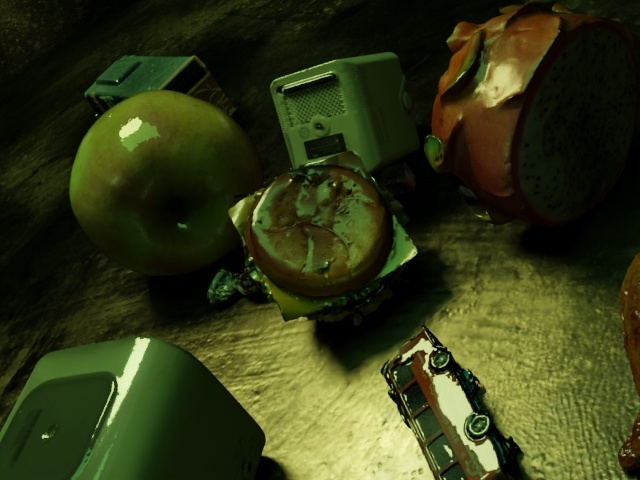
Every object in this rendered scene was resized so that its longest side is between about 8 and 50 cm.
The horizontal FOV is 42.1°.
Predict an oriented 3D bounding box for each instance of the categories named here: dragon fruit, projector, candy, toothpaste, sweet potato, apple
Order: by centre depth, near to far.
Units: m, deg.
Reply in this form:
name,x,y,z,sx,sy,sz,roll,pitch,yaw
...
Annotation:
name,x,y,z,sx,sy,sz,roll,pitch,yaw
projector,-0.235,0.289,0.960,0.248,0.248,0.249,-13,40,27
dragon fruit,0.255,-0.161,1.066,0.189,0.290,0.290,20,61,45
candy,-0.078,0.050,1.299,0.226,0.051,0.094,-16,28,21
projector,0.050,-0.195,1.320,0.163,0.177,0.242,-10,10,27
toothpaste,0.057,-0.080,1.349,0.196,0.047,0.040,-12,55,28
apple,-0.256,-0.101,1.397,0.319,0.319,0.277,-29,32,7
sweet potato,0.380,-0.400,1.466,0.056,0.056,0.195,-42,31,-11

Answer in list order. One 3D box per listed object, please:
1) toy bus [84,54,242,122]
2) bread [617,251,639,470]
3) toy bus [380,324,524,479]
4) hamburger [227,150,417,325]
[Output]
name,x,y,z,sx,sy,sz,roll,pitch,yaw
toy bus,-0.345,-0.288,1.785,0.323,0.194,0.162,15,58,47
bread,0.367,0.105,0.837,0.139,0.095,0.268,-14,43,38
toy bus,0.144,0.198,0.926,0.096,0.073,0.235,-37,35,7
hamburger,0.000,0.000,1.162,0.243,0.138,0.261,-23,67,-7
